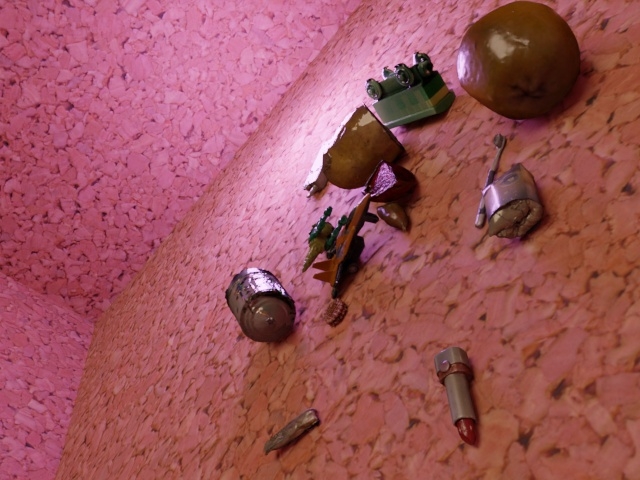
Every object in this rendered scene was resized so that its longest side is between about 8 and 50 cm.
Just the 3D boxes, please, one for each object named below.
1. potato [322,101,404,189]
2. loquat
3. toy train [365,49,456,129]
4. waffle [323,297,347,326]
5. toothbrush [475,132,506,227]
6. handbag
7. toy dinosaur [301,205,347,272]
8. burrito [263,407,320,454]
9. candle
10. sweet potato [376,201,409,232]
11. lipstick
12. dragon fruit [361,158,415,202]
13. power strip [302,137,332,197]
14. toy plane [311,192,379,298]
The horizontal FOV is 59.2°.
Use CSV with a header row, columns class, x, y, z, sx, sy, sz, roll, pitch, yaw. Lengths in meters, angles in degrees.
class,x,y,z,sx,sy,sz,roll,pitch,yaw
potato,0.118,-0.282,1.830,0.266,0.229,0.229,-44,27,19
loquat,0.472,-0.433,1.363,0.276,0.276,0.283,-38,32,29
toy train,0.273,-0.475,1.814,0.120,0.202,0.301,-43,20,-26
waffle,0.039,0.196,1.552,0.075,0.029,0.083,-45,24,16
toothbrush,0.411,-0.150,1.365,0.024,0.026,0.288,-21,40,54
handbag,0.411,-0.075,1.204,0.117,0.095,0.173,-43,18,33
toy dinosaur,0.000,0.000,1.757,0.153,0.094,0.259,-59,2,39
burrito,-0.071,0.467,1.376,0.171,0.042,0.051,-43,17,17
candle,-0.172,0.209,1.709,0.187,0.187,0.330,-53,26,1
sweet potato,0.197,-0.082,1.600,0.068,0.068,0.226,-51,23,5
lipstick,0.255,0.288,1.037,0.063,0.057,0.186,-38,32,28
dragon fruit,0.208,-0.146,1.617,0.120,0.127,0.161,-63,23,22
power strip,0.001,-0.273,2.186,0.093,0.053,0.287,-16,44,51
toy plane,0.089,0.000,1.596,0.316,0.103,0.204,-57,22,30
